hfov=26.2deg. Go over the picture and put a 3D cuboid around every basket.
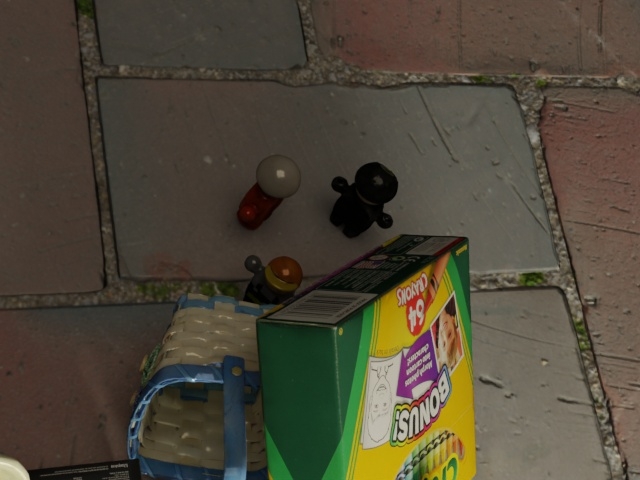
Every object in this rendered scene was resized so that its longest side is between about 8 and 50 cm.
[{"bbox_3d":[-0.122,0.229,1.594,0.201,0.255,0.289,5,46,-15],"label":"basket"}]

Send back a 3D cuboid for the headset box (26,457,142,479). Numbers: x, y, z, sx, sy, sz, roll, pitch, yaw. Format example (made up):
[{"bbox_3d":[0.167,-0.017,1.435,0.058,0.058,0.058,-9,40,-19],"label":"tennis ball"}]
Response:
[{"bbox_3d":[-0.294,0.405,1.521,0.218,0.110,0.293,-4,67,-21],"label":"headset box"}]

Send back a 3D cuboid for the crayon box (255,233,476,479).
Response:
[{"bbox_3d":[0.068,0.188,1.581,0.363,0.106,0.313,-28,117,-58],"label":"crayon box"}]

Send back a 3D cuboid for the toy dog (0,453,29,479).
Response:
[{"bbox_3d":[-0.560,0.217,1.393,0.395,0.285,0.408,16,16,-43],"label":"toy dog"}]

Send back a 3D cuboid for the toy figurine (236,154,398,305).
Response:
[{"bbox_3d":[0.000,0.000,1.798,0.213,0.148,0.210,6,64,-18],"label":"toy figurine"}]
